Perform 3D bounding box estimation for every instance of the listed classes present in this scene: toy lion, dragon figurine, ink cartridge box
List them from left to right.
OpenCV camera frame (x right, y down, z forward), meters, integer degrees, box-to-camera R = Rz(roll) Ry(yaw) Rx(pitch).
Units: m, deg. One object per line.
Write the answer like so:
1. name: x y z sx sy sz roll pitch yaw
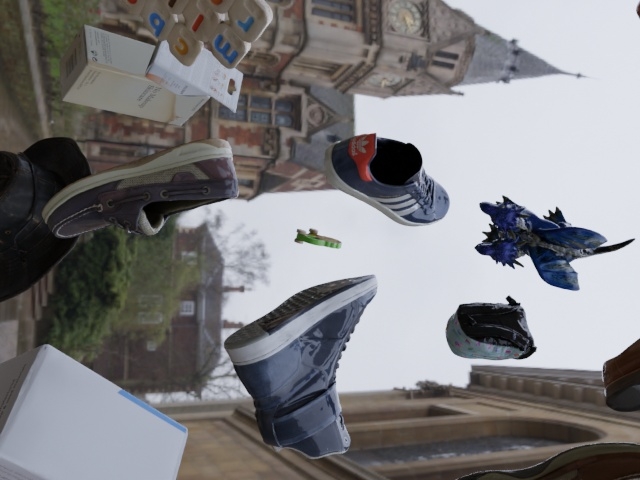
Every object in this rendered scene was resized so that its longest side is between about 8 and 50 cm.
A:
1. ink cartridge box: -0.457 0.344 0.916 0.395 0.285 0.166 -23 -141 28
2. ink cartridge box: -0.246 -0.331 1.177 0.045 0.179 0.145 -38 -146 35
3. toy lion: 0.000 0.000 1.412 0.096 0.100 0.034 20 -79 26
4. dragon figurine: 0.310 0.009 0.777 0.144 0.289 0.085 -111 -139 -67

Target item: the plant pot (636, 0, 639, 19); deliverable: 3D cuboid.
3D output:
1. plant pot: 0.705 -0.302 1.022 0.265 0.272 0.272 65 -5 -34

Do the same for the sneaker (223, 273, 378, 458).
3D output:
1. sneaker: 0.006 0.140 0.666 0.086 0.226 0.163 -13 -80 45

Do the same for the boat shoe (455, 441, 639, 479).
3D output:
1. boat shoe: 0.339 0.386 0.842 0.324 0.122 0.120 -24 -146 20

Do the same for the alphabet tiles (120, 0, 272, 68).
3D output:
1. alphabet tiles: -0.201 -0.396 0.877 0.278 0.284 0.021 -34 -165 50

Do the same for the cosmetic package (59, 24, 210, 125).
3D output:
1. cosmetic package: -0.443 -0.387 1.427 0.160 0.309 0.113 -29 -115 43

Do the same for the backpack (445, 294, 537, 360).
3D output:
1. backpack: 0.382 0.209 1.358 0.115 0.182 0.152 108 -19 -44

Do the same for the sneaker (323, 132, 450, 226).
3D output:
1. sneaker: 0.177 -0.122 1.205 0.148 0.350 0.131 -20 -117 46

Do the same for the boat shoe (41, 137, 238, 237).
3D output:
1. boat shoe: -0.245 -0.052 0.808 0.103 0.285 0.092 35 36 -78

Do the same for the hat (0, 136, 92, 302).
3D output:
1. hat: -0.550 -0.056 1.008 0.331 0.134 0.331 -10 -112 26

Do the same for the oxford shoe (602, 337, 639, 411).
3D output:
1. oxford shoe: 0.433 0.129 0.714 0.212 0.076 0.076 -38 -154 34
